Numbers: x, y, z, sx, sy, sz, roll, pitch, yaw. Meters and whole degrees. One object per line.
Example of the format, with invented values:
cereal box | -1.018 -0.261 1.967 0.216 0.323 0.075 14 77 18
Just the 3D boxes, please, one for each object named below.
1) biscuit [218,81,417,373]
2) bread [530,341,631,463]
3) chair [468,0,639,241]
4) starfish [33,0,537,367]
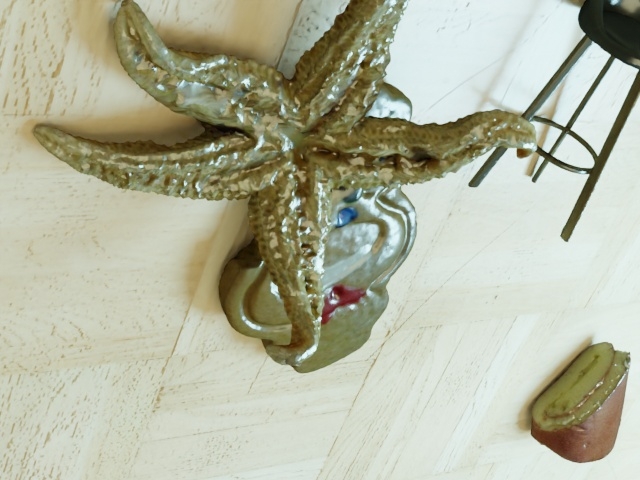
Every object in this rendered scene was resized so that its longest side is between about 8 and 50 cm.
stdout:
biscuit | 0.009 -0.003 1.095 0.183 0.047 0.320 -8 131 -37
bread | 0.314 0.212 1.531 0.119 0.067 0.192 -28 141 -14
chair | 0.233 -0.113 1.119 0.104 0.095 0.222 -11 135 -47
starfish | -0.015 -0.063 0.950 0.375 0.094 0.327 -11 119 -10
